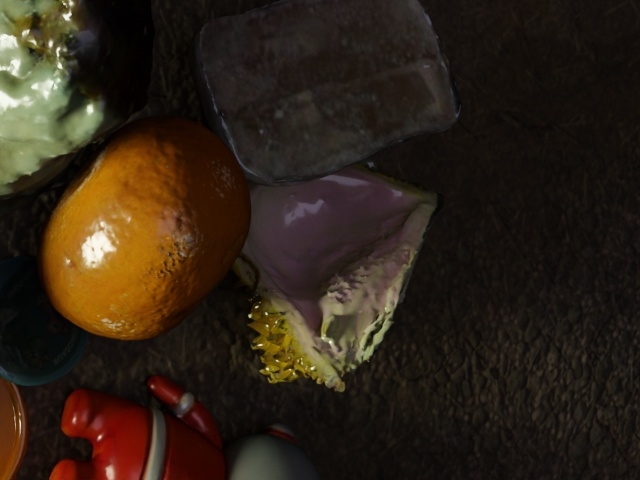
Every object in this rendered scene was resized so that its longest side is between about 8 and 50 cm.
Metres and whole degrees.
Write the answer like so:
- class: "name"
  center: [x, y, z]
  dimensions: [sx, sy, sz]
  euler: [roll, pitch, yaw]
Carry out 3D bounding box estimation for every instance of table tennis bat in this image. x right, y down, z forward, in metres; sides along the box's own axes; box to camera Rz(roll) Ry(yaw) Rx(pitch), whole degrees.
- class: "table tennis bat"
  center: [-0.310, 0.056, 1.250]
  dimensions: [0.201, 0.033, 0.124]
  euler: [42, 58, -23]

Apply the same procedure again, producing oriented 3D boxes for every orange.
- class: "orange"
  center: [-0.162, -0.008, 1.226]
  dimensions: [0.170, 0.224, 0.224]
  euler: [36, 75, -21]

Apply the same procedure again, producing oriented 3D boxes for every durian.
- class: "durian"
  center: [-0.012, 0.002, 1.359]
  dimensions: [0.196, 0.185, 0.305]
  euler: [41, 58, -13]

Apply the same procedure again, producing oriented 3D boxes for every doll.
- class: "doll"
  center: [-0.111, 0.252, 1.335]
  dimensions: [0.337, 0.105, 0.199]
  euler: [19, 56, -24]

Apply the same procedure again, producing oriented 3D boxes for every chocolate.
- class: "chocolate"
  center: [-0.002, -0.163, 1.356]
  dimensions: [0.303, 0.100, 0.185]
  euler: [-21, 96, -37]

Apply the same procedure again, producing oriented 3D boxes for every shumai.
- class: "shumai"
  center: [-0.282, -0.173, 1.128]
  dimensions: [0.304, 0.263, 0.309]
  euler: [-8, 96, -31]

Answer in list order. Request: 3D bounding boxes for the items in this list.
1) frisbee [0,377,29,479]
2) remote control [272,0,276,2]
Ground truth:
- class: "frisbee"
  center: [-0.370, 0.178, 1.222]
  dimensions: [0.192, 0.035, 0.192]
  euler: [6, 80, -32]
- class: "remote control"
  center: [-0.006, -0.306, 1.417]
  dimensions: [0.077, 0.022, 0.244]
  euler: [14, 86, -32]
